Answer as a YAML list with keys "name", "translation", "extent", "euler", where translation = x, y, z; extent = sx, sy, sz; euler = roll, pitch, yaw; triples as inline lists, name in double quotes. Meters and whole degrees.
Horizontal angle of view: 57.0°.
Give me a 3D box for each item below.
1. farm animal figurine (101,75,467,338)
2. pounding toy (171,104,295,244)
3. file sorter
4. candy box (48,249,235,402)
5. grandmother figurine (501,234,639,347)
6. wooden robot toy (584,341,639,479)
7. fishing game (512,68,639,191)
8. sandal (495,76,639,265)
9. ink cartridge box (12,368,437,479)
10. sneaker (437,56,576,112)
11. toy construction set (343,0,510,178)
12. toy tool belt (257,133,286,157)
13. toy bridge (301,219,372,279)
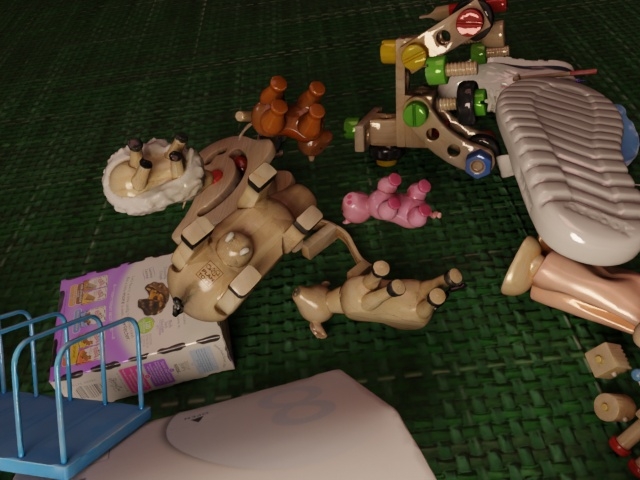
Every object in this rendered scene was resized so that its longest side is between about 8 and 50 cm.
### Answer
- name: "farm animal figurine"
  translation: [-0.038, 0.001, 0.685]
  extent: [0.327, 0.172, 0.330]
  euler: [-26, 78, -27]
- name: "pounding toy"
  translation: [-0.141, -0.102, 0.849]
  extent: [0.154, 0.155, 0.269]
  euler: [-4, 47, 30]
- name: "file sorter"
  translation: [-0.255, 0.121, 0.513]
  extent: [0.170, 0.104, 0.118]
  euler: [2, 8, 16]
- name: "candy box"
  translation: [-0.215, 0.101, 0.726]
  extent: [0.196, 0.070, 0.165]
  euler: [-14, 43, -4]
- name: "grandmother figurine"
  translation: [0.382, 0.087, 0.622]
  extent: [0.342, 0.104, 0.208]
  euler: [28, 40, 31]
- name: "wooden robot toy"
  translation: [0.329, 0.180, 0.570]
  extent: [0.079, 0.076, 0.173]
  euler: [11, 33, -32]
- name: "fishing game"
  translation: [0.383, -0.168, 0.889]
  extent: [0.189, 0.041, 0.264]
  euler: [-5, 59, 3]
- name: "sandal"
  translation: [0.299, -0.099, 0.761]
  extent: [0.169, 0.102, 0.416]
  euler: [15, 39, 6]
- name: "ink cartridge box"
  translation: [-0.060, 0.204, 0.394]
  extent: [0.308, 0.091, 0.385]
  euler: [-11, 3, -17]
- name: "sneaker"
  translation: [0.318, -0.252, 1.001]
  extent: [0.235, 0.090, 0.095]
  euler: [-2, 53, 10]
- name: "toy construction set"
  translation: [0.153, -0.250, 0.906]
  extent: [0.237, 0.257, 0.309]
  euler: [2, 53, 25]
- name: "toy tool belt"
  translation: [-0.087, -0.183, 1.017]
  extent: [0.052, 0.051, 0.083]
  euler: [-2, 44, 8]
- name: "toy bridge"
  translation: [0.000, 0.000, 0.827]
  extent: [0.188, 0.026, 0.063]
  euler: [31, 56, 35]
